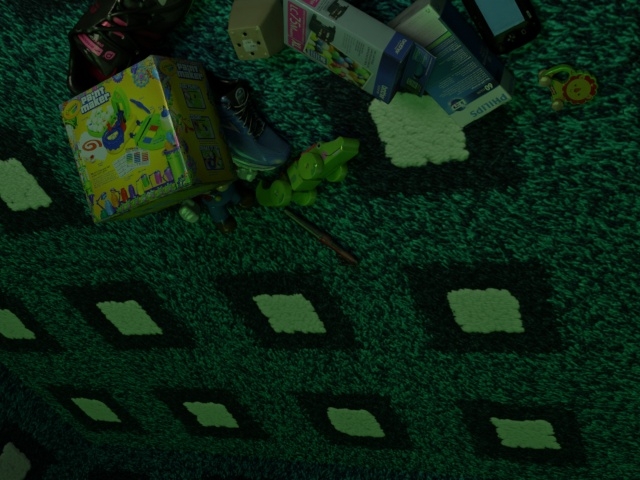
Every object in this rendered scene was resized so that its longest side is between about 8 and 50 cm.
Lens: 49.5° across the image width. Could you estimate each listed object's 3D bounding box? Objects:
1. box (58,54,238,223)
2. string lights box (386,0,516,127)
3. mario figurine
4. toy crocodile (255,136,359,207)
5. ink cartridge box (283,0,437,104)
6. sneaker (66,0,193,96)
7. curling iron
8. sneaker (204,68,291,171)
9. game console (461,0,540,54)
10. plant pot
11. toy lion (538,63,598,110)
[{"bbox_3d":[-0.379,-0.216,1.526,0.290,0.177,0.279,-17,90,29],"label":"box"},{"bbox_3d":[0.258,-0.360,1.390,0.260,0.077,0.133,41,136,-22],"label":"string lights box"},{"bbox_3d":[-0.250,-0.122,1.736,0.170,0.198,0.320,-8,157,11],"label":"mario figurine"},{"bbox_3d":[-0.036,-0.167,1.718,0.115,0.105,0.340,-3,158,-42],"label":"toy crocodile"},{"bbox_3d":[0.069,-0.378,1.366,0.311,0.065,0.186,29,167,5],"label":"ink cartridge box"},{"bbox_3d":[-0.412,-0.455,1.471,0.185,0.202,0.483,32,139,-14],"label":"sneaker"},{"bbox_3d":[0.000,0.000,1.931,0.274,0.035,0.068,38,137,-20],"label":"curling iron"},{"bbox_3d":[-0.202,-0.288,1.626,0.330,0.130,0.147,34,141,-15],"label":"sneaker"},{"bbox_3d":[0.295,-0.500,1.246,0.213,0.044,0.361,-16,128,36],"label":"game console"},{"bbox_3d":[-0.134,-0.438,1.455,0.109,0.096,0.109,1,135,22],"label":"plant pot"},{"bbox_3d":[0.498,-0.310,1.382,0.096,0.034,0.100,-22,124,31],"label":"toy lion"}]
